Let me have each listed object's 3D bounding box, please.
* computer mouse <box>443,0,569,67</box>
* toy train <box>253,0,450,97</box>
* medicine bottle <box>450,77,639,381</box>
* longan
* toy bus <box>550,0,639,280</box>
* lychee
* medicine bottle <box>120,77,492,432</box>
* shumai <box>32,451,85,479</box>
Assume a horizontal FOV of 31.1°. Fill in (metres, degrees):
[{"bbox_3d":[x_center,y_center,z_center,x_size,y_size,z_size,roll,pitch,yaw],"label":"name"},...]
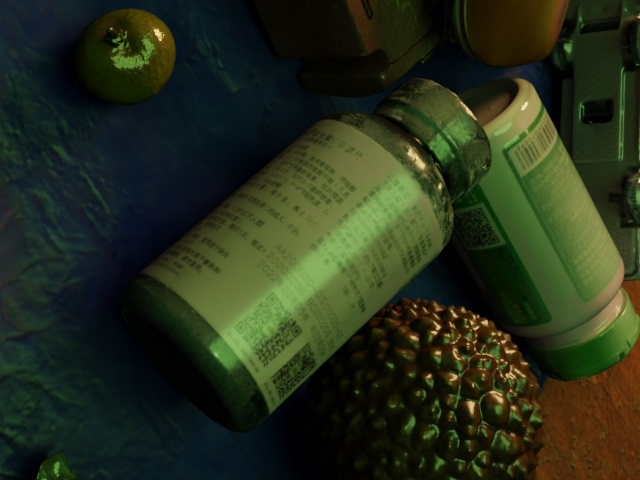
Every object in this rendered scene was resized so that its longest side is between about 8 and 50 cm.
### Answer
[{"bbox_3d":[0.183,-0.241,1.017,0.310,0.072,0.158,-31,129,-62],"label":"computer mouse"},{"bbox_3d":[0.054,-0.280,0.967,0.304,0.150,0.221,-46,125,-32],"label":"toy train"},{"bbox_3d":[0.193,-0.004,1.059,0.133,0.133,0.274,-45,113,-31],"label":"medicine bottle"},{"bbox_3d":[-0.142,-0.136,0.833,0.075,0.083,0.075,0,74,-2],"label":"longan"},{"bbox_3d":[0.311,-0.119,1.183,0.136,0.109,0.329,6,85,-49],"label":"toy bus"},{"bbox_3d":[0.079,0.155,0.927,0.200,0.238,0.200,15,41,-13],"label":"lychee"},{"bbox_3d":[0.000,0.000,0.870,0.293,0.141,0.141,-42,113,-19],"label":"medicine bottle"},{"bbox_3d":[-0.169,0.186,0.804,0.083,0.082,0.080,-30,106,-60],"label":"shumai"}]
